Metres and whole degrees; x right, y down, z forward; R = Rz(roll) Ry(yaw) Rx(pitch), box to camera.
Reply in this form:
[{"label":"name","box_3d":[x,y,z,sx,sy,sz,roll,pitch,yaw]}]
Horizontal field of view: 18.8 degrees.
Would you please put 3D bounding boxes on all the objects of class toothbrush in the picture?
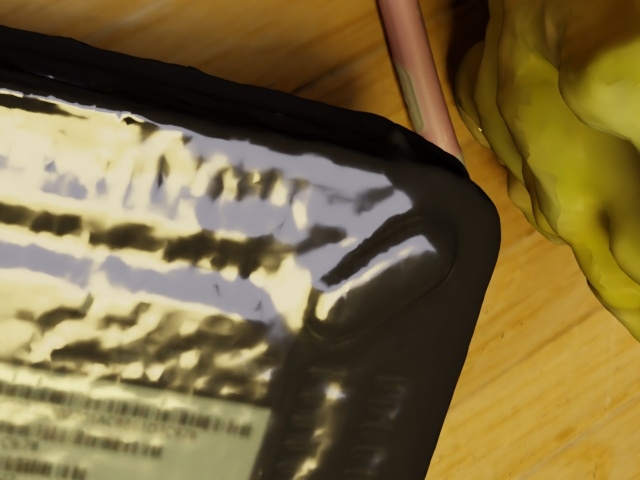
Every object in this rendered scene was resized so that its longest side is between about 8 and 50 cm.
[{"label":"toothbrush","box_3d":[0.020,-0.125,0.745,0.025,0.020,0.286,-28,125,-15]}]

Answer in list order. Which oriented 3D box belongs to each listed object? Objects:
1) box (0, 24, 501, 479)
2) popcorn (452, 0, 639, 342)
[{"label":"box","box_3d":[-0.100,0.073,0.670,0.290,0.073,0.289,12,105,-25]},{"label":"popcorn","box_3d":[0.186,-0.082,0.710,0.312,0.312,0.312,-17,119,-32]}]
